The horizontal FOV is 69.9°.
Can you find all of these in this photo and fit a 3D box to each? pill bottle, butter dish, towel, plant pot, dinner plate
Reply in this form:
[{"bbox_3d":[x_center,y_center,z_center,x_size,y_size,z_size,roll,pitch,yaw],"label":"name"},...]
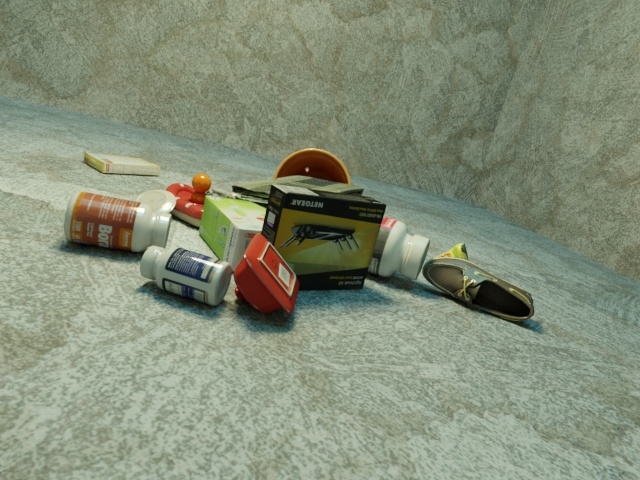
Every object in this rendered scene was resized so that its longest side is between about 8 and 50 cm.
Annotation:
[{"bbox_3d":[-0.277,0.067,0.943,0.169,0.094,0.094,17,16,7],"label":"pill bottle"},{"bbox_3d":[-0.132,0.089,0.978,0.160,0.118,0.160,52,15,-14],"label":"butter dish"},{"bbox_3d":[-0.073,-0.152,1.456,0.312,0.056,0.324,17,22,39],"label":"towel"},{"bbox_3d":[-0.028,-0.187,1.764,0.290,0.291,0.203,15,-1,3],"label":"plant pot"},{"bbox_3d":[0.158,0.007,1.385,0.318,0.177,0.176,19,16,17],"label":"pill bottle"},{"bbox_3d":[-0.471,-0.038,1.081,0.216,0.121,0.121,10,16,-14],"label":"pill bottle"},{"bbox_3d":[-0.508,-0.113,1.376,0.141,0.017,0.141,1,45,-1],"label":"dinner plate"}]

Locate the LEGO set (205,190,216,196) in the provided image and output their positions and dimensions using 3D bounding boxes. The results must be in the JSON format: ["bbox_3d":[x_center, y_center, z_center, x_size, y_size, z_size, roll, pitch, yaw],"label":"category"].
[{"bbox_3d":[-0.389,-0.150,1.548,0.083,0.054,0.023,-19,-17,28],"label":"LEGO set"}]

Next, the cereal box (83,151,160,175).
[{"bbox_3d":[-0.803,-0.310,1.857,0.173,0.048,0.240,26,20,35],"label":"cereal box"}]

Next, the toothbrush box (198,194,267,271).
[{"bbox_3d":[-0.192,-0.019,1.270,0.206,0.122,0.283,5,20,-33],"label":"toothbrush box"}]

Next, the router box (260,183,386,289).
[{"bbox_3d":[0.000,0.000,1.150,0.308,0.243,0.081,2,20,-35],"label":"router box"}]

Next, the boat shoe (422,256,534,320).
[{"bbox_3d":[0.451,0.139,1.318,0.324,0.117,0.096,23,14,9],"label":"boat shoe"}]

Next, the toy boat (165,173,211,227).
[{"bbox_3d":[-0.385,-0.138,1.448,0.231,0.151,0.151,23,18,28],"label":"toy boat"}]

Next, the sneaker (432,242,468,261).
[{"bbox_3d":[0.398,0.073,1.445,0.094,0.209,0.082,1,62,-7],"label":"sneaker"}]

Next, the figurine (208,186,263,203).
[{"bbox_3d":[-0.306,-0.128,1.634,0.214,0.093,0.209,23,10,31],"label":"figurine"}]
